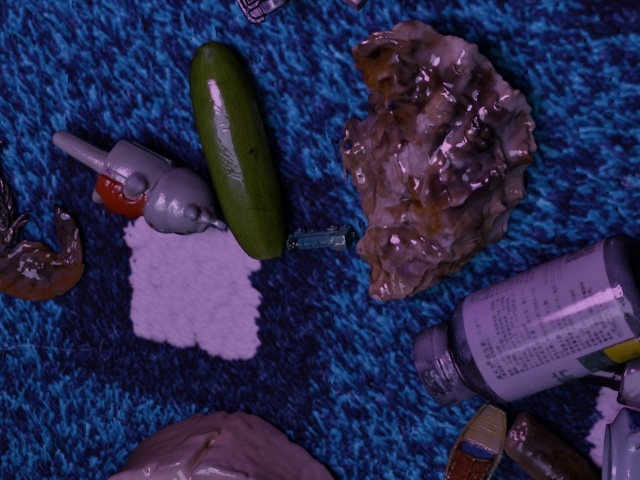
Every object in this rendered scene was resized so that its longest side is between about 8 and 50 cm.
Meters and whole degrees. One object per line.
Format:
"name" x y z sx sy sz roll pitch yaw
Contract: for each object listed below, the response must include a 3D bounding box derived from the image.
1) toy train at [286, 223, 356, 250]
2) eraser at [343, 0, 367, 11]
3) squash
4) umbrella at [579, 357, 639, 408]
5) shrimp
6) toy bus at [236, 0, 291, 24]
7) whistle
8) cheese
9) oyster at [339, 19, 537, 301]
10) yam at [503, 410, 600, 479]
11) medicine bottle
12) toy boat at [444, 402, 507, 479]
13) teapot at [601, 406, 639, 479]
"toy train" 0.000 0.000 1.624 0.092 0.045 0.029 -5 108 20
"eraser" 0.085 -0.385 1.345 0.124 0.081 0.279 41 96 -2
"squash" -0.101 -0.103 1.596 0.082 0.082 0.293 -7 110 23
"umbrella" 0.472 0.181 1.511 0.337 0.067 0.073 9 92 17
"shrimp" -0.417 -0.048 1.761 0.169 0.058 0.296 -6 114 15
"toy bus" -0.013 -0.328 1.456 0.194 0.089 0.087 -28 97 22
"whistle" -0.231 -0.074 1.642 0.253 0.106 0.102 29 154 7
"cheese" -0.145 0.392 1.789 0.332 0.153 0.292 -34 98 28
"oyster" 0.121 -0.080 1.502 0.238 0.115 0.351 23 118 10
"yam" 0.349 0.345 1.630 0.317 0.071 0.067 47 121 -5
"medicine bottle" 0.255 0.105 1.517 0.293 0.141 0.141 -24 102 27
"toy boat" 0.201 0.277 1.658 0.065 0.066 0.172 25 118 13
"teapot" 0.414 0.279 1.534 0.159 0.159 0.232 13 146 15
